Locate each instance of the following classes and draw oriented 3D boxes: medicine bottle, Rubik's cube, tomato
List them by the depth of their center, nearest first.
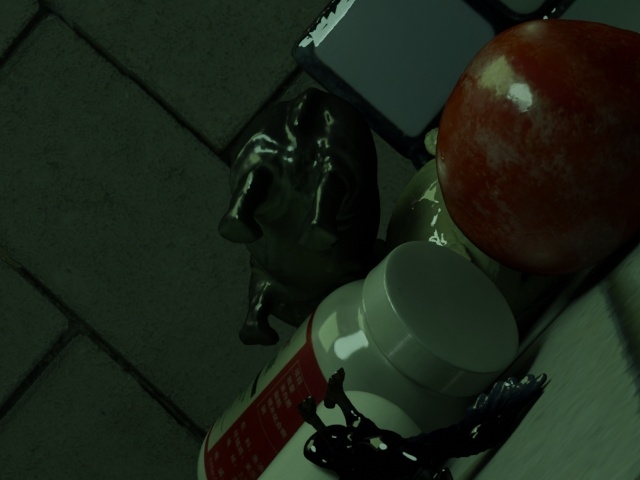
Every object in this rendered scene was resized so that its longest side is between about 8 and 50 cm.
[{"bbox_3d":[0.174,-0.060,0.961,0.187,0.151,0.187,-20,-51,-27],"label":"tomato"},{"bbox_3d":[0.021,0.116,0.975,0.250,0.131,0.131,-51,-3,37],"label":"medicine bottle"},{"bbox_3d":[0.197,-0.192,1.388,0.313,0.316,0.318,-49,-3,9],"label":"Rubik's cube"}]

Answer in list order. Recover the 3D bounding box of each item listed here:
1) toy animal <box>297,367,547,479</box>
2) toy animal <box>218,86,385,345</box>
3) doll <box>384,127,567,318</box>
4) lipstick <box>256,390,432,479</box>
[{"bbox_3d":[0.034,0.121,0.770,0.220,0.108,0.062,-36,-36,-33],"label":"toy animal"},{"bbox_3d":[-0.003,0.017,1.107,0.343,0.106,0.168,72,-151,-65],"label":"toy animal"},{"bbox_3d":[0.113,0.053,1.137,0.278,0.149,0.175,104,165,-52],"label":"doll"},{"bbox_3d":[-0.040,0.205,0.766,0.087,0.087,0.327,-50,-3,40],"label":"lipstick"}]
